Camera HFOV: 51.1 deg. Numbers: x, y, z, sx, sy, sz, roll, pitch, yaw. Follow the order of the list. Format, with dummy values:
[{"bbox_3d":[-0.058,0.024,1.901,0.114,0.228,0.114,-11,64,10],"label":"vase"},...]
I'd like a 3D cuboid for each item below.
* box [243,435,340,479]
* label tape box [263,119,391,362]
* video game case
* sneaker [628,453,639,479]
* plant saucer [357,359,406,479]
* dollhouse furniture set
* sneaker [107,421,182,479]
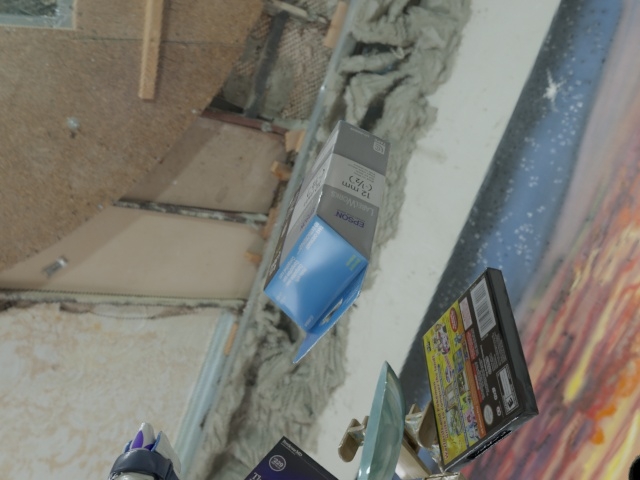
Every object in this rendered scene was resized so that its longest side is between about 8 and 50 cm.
[{"bbox_3d":[-0.047,0.614,1.554,0.184,0.261,0.103,-40,-25,-42],"label":"box"},{"bbox_3d":[0.000,0.000,1.157,0.115,0.348,0.249,25,-41,-10],"label":"label tape box"},{"bbox_3d":[0.266,0.227,1.173,0.035,0.275,0.248,12,-42,-18],"label":"video game case"},{"bbox_3d":[0.532,0.327,0.921,0.447,0.257,0.169,88,-159,-75],"label":"sneaker"},{"bbox_3d":[0.080,0.253,0.856,0.037,0.195,0.195,12,-66,3],"label":"plant saucer"},{"bbox_3d":[0.169,0.463,1.296,0.242,0.212,0.161,52,-138,-14],"label":"dollhouse furniture set"},{"bbox_3d":[-0.334,0.417,1.115,0.130,0.236,0.323,-13,-29,14],"label":"sneaker"}]
